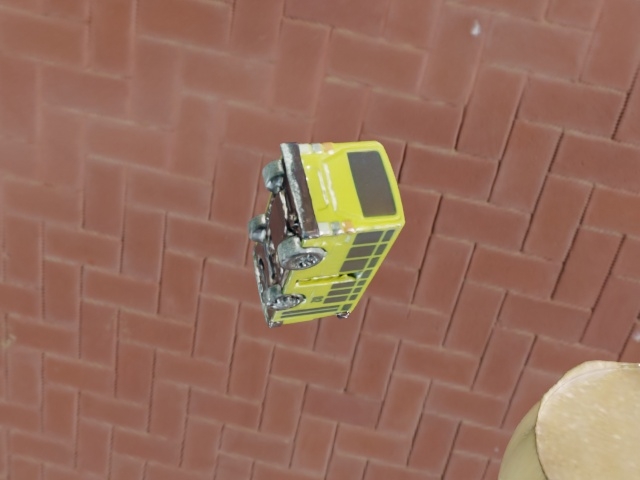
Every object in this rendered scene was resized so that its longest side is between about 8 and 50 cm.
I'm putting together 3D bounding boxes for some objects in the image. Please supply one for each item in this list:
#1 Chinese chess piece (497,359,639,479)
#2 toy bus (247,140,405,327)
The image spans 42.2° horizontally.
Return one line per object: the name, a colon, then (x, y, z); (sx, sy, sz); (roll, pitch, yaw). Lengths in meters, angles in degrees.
Chinese chess piece: (0.336, 0.263, 0.778); (0.338, 0.338, 0.141); (11, 122, 3)
toy bus: (0.000, 0.000, 1.001); (0.150, 0.128, 0.262); (-6, 154, -16)
